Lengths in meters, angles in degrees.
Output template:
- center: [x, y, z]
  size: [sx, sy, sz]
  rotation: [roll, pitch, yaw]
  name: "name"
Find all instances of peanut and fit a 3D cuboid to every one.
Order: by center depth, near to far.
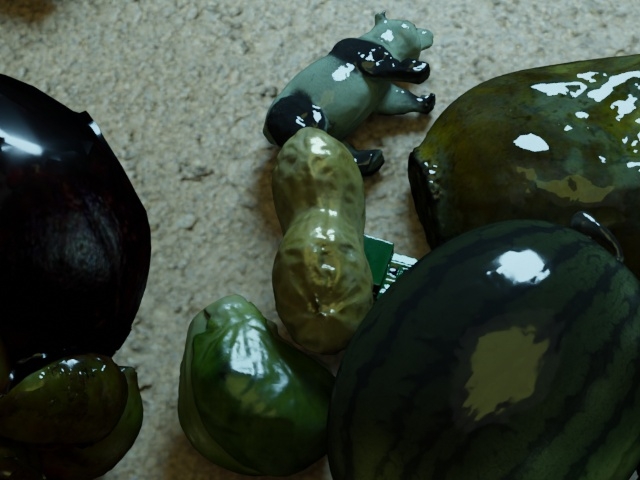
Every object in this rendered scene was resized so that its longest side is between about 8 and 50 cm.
- center: [0.000, 0.000, 1.692]
  size: [0.098, 0.103, 0.229]
  rotation: [6, 58, -18]
  name: "peanut"

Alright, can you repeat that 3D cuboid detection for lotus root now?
- center: [0.220, -0.074, 1.776]
  size: [0.260, 0.149, 0.267]
  rotation: [-1, 62, -1]
  name: "lotus root"

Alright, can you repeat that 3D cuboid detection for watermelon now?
- center: [0.165, 0.133, 1.602]
  size: [0.279, 0.279, 0.359]
  rotation: [39, 78, 17]
  name: "watermelon"

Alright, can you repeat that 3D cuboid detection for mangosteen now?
- center: [-0.315, 0.040, 1.608]
  size: [0.381, 0.381, 0.421]
  rotation: [-41, 79, -16]
  name: "mangosteen"

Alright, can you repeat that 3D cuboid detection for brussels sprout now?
- center: [-0.063, 0.145, 1.683]
  size: [0.183, 0.131, 0.145]
  rotation: [35, 64, 14]
  name: "brussels sprout"

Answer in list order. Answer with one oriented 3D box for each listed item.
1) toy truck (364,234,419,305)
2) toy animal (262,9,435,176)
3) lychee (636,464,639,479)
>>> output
- center: [0.038, 0.041, 1.766]
  size: [0.147, 0.065, 0.079]
  rotation: [17, 63, 10]
  name: "toy truck"
- center: [0.039, -0.152, 1.846]
  size: [0.121, 0.094, 0.225]
  rotation: [36, 72, 25]
  name: "toy animal"
- center: [0.370, 0.220, 1.626]
  size: [0.165, 0.165, 0.197]
  rotation: [-11, 57, -4]
  name: "lychee"
